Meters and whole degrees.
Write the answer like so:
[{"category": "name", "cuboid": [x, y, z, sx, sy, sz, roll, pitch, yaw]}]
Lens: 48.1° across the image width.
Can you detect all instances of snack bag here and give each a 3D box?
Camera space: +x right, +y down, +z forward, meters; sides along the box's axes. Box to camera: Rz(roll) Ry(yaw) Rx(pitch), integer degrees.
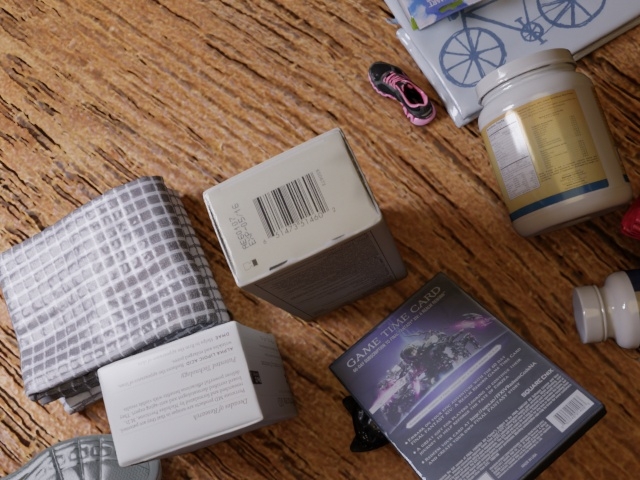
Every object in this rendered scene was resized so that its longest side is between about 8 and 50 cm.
[{"category": "snack bag", "cuboid": [0.243, -0.372, 1.010, 0.323, 0.037, 0.342, -31, 74, 2]}]

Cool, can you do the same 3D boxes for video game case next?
[{"category": "video game case", "cuboid": [0.155, 0.171, 0.834, 0.196, 0.026, 0.274, -39, 43, -6]}]

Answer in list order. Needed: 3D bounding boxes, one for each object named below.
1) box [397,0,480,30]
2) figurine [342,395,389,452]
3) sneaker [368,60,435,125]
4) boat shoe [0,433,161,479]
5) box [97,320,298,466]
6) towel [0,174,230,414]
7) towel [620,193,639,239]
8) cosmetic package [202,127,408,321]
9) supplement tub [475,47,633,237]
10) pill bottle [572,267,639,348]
[{"category": "box", "cuboid": [0.146, -0.374, 0.986, 0.109, 0.042, 0.178, -25, 74, 5]}, {"category": "figurine", "cuboid": [0.130, 0.288, 0.868, 0.210, 0.092, 0.214, -6, 77, 18]}, {"category": "sneaker", "cuboid": [0.111, -0.213, 0.990, 0.047, 0.057, 0.119, -46, 72, 1]}, {"category": "boat shoe", "cuboid": [-0.353, 0.351, 0.946, 0.320, 0.103, 0.118, -24, 55, 0]}, {"category": "box", "cuboid": [-0.144, 0.190, 0.886, 0.182, 0.181, 0.119, -20, 75, 6]}, {"category": "towel", "cuboid": [-0.293, 0.072, 0.974, 0.284, 0.121, 0.235, -28, 73, 4]}, {"category": "towel", "cuboid": [0.492, 0.010, 0.820, 0.275, 0.031, 0.199, 32, 41, 16]}, {"category": "cosmetic package", "cuboid": [0.000, 0.000, 0.834, 0.160, 0.309, 0.113, -25, 75, 4]}, {"category": "supplement tub", "cuboid": [0.280, -0.117, 0.879, 0.144, 0.144, 0.199, -18, 81, 7]}, {"category": "pill bottle", "cuboid": [0.393, 0.078, 0.849, 0.169, 0.094, 0.094, -9, 76, 9]}]
